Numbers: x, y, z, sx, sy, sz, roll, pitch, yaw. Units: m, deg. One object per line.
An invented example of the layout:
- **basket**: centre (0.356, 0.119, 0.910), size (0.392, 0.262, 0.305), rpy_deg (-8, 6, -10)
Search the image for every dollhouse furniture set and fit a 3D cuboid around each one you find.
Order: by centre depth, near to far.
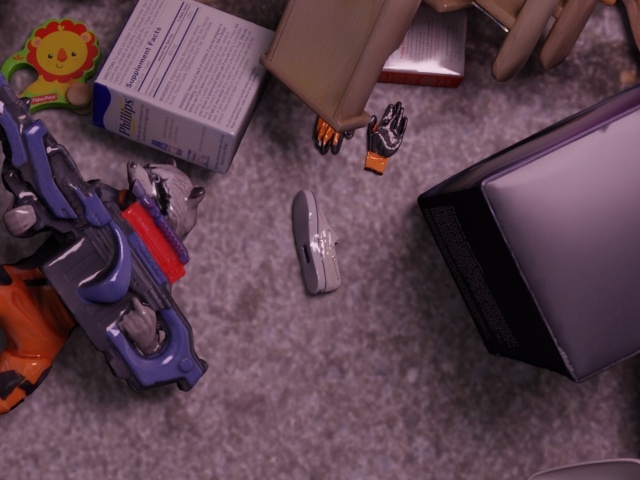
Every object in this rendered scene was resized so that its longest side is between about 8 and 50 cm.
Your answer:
- **dollhouse furniture set**: centre (0.087, -0.210, 1.267), size (0.242, 0.161, 0.212), rpy_deg (-18, 54, -45)

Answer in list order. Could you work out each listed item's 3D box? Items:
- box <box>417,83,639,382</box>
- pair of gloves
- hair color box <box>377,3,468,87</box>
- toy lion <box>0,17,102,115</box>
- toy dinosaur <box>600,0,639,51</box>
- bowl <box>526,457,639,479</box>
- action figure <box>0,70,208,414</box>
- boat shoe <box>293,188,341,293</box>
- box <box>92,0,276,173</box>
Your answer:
- **box**: centre (0.269, -0.031, 1.200), size (0.296, 0.294, 0.182), rpy_deg (-26, 93, -6)
- **pair of gloves**: centre (0.039, -0.109, 1.355), size (0.083, 0.010, 0.074), rpy_deg (21, 82, 0)
- **hair color box**: centre (0.067, -0.189, 1.351), size (0.141, 0.043, 0.072), rpy_deg (5, 82, -2)
- **toy lion**: centre (-0.257, -0.163, 1.344), size (0.100, 0.034, 0.096), rpy_deg (-11, 76, -3)
- **toy dinosaur**: centre (0.305, -0.239, 1.356), size (0.112, 0.064, 0.211), rpy_deg (5, 82, -2)
- **bowl**: centre (0.262, 0.265, 1.266), size (0.142, 0.053, 0.142), rpy_deg (-17, 81, 40)
- **action figure**: centre (-0.264, 0.004, 1.252), size (0.330, 0.178, 0.341), rpy_deg (-27, 109, -10)
- **boat shoe**: centre (0.000, 0.000, 1.331), size (0.035, 0.035, 0.100), rpy_deg (-5, 77, -30)
- **box**: centre (-0.124, -0.149, 1.306), size (0.137, 0.072, 0.126), rpy_deg (22, 59, 1)
